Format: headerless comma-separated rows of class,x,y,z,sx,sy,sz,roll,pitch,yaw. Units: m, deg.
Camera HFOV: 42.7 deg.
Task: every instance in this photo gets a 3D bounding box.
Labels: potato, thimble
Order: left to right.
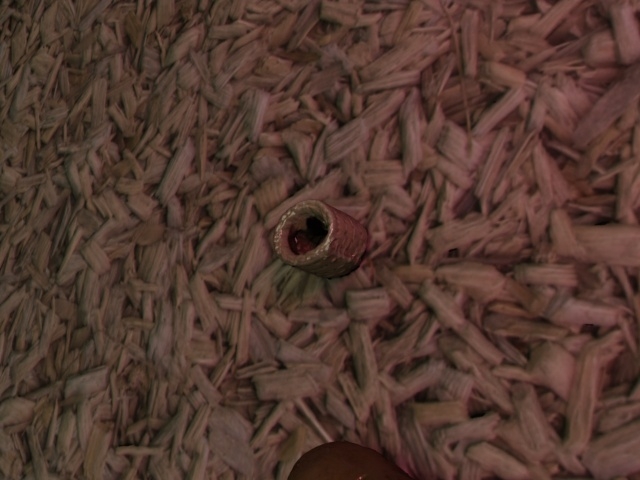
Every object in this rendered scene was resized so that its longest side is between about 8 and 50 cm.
thimble,0.000,0.000,1.179,0.115,0.090,0.102,16,84,42
potato,0.062,0.347,0.993,0.262,0.165,0.165,15,87,46
